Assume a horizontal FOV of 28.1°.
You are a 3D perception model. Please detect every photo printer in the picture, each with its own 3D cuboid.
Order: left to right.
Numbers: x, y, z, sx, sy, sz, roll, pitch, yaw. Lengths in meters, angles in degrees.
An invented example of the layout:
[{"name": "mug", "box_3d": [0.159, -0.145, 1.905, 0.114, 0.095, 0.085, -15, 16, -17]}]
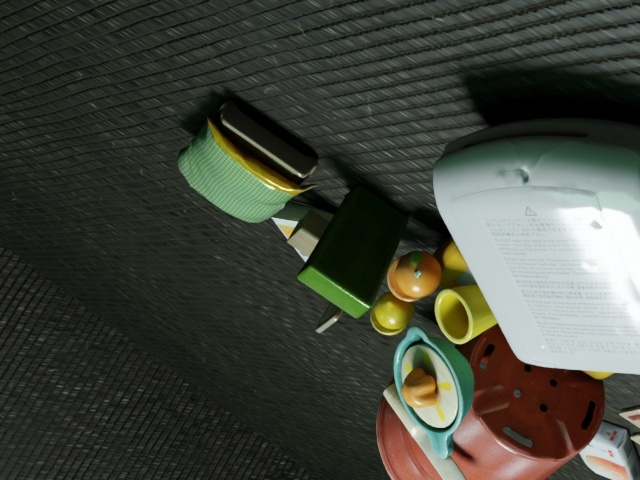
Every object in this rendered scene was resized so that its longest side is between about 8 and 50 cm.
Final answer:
[{"name": "photo printer", "box_3d": [0.269, 0.003, 1.325, 0.256, 0.107, 0.308, -1, 134, 39]}]

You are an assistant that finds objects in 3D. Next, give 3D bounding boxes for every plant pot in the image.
[{"name": "plant pot", "box_3d": [0.249, 0.242, 1.794, 0.272, 0.272, 0.265, 31, 152, -3]}]

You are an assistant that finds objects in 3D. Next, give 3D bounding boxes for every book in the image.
[{"name": "book", "box_3d": [0.000, 0.000, 1.860, 0.096, 0.035, 0.144, 14, 155, 29]}]

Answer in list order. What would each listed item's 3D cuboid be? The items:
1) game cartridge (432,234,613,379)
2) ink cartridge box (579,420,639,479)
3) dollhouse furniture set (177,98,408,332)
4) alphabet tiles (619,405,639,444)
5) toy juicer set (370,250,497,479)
[{"name": "game cartridge", "box_3d": [0.296, 0.053, 1.556, 0.285, 0.053, 0.324, 30, 160, -1]}, {"name": "ink cartridge box", "box_3d": [0.409, 0.318, 2.029, 0.179, 0.045, 0.145, 14, 153, 32]}, {"name": "dollhouse furniture set", "box_3d": [-0.068, -0.018, 1.691, 0.301, 0.151, 0.197, 34, 148, -9]}, {"name": "alphabet tiles", "box_3d": [0.591, 0.303, 1.796, 0.285, 0.011, 0.342, 33, 159, -7]}, {"name": "toy juicer set", "box_3d": [0.121, 0.167, 1.655, 0.209, 0.089, 0.329, 38, 134, 42]}]
